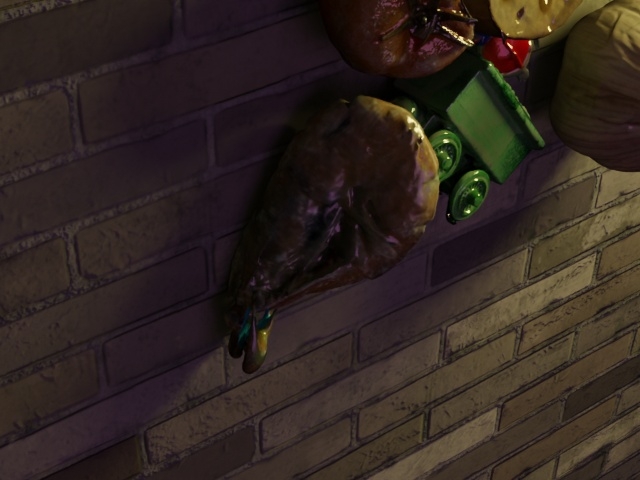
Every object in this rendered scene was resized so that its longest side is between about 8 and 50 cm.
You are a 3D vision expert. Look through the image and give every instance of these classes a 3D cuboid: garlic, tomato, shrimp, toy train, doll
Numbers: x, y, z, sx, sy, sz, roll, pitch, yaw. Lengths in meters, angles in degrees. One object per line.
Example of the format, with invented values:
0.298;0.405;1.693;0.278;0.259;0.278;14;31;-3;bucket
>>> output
0.521;-0.252;1.765;0.317;0.259;0.317;-22;135;-23;garlic
0.080;-0.289;1.405;0.155;0.181;0.214;-41;136;-2;tomato
0.000;0.000;1.561;0.446;0.221;0.110;-55;-179;22;shrimp
0.189;-0.152;1.630;0.202;0.145;0.266;-51;140;-2;toy train
0.262;-0.294;1.652;0.194;0.062;0.104;43;71;-42;doll

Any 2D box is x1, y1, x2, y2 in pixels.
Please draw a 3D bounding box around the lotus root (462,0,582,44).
0.268;-0.461;1.474;0.375;0.111;0.390;-42;133;-15;lotus root
